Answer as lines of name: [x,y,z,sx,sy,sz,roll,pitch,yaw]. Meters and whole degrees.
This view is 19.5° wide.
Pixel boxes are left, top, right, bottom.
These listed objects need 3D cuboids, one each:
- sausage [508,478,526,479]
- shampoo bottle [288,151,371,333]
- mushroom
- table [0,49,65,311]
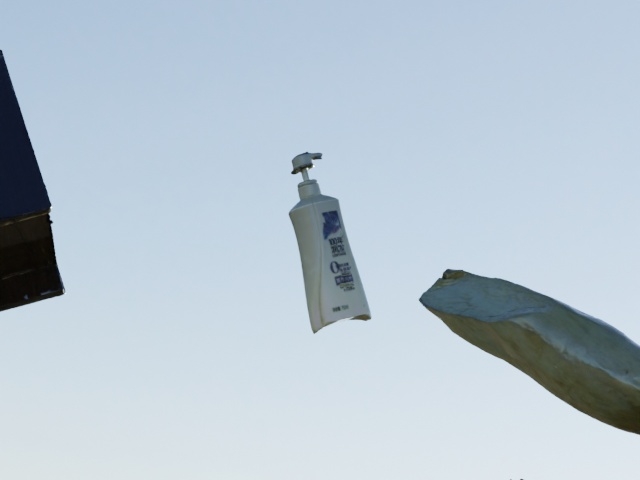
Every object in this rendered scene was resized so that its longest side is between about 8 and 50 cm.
sausage: [0.229,0.194,0.969,0.371,0.082,0.082,18,-13,-37]
shampoo bottle: [0.000,0.000,1.458,0.049,0.141,0.034,-14,-7,-7]
mushroom: [0.228,0.102,1.827,0.333,0.087,0.107,30,-24,35]
table: [-0.358,-0.044,1.796,0.172,0.193,0.169,-16,-28,-11]
